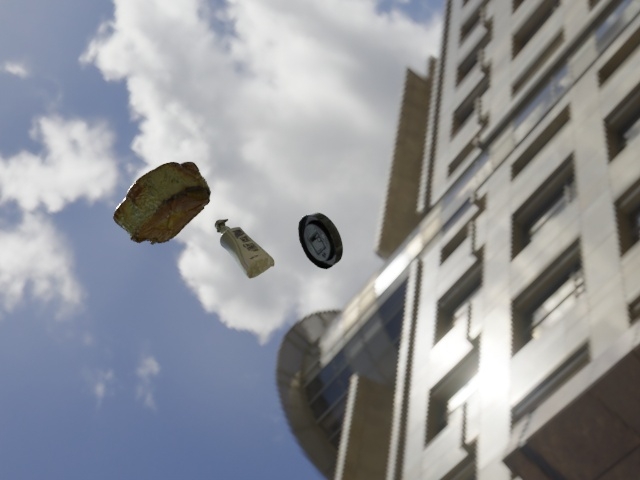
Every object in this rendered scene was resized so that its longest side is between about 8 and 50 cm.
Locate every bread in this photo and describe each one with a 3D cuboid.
[{"bbox_3d":[-0.247,-0.059,1.732,0.069,0.140,0.128,51,-159,16],"label":"bread"}]

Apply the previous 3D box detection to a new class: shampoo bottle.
[{"bbox_3d":[-0.127,0.008,1.711,0.049,0.034,0.141,-33,-135,-15],"label":"shampoo bottle"}]

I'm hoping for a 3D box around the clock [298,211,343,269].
[{"bbox_3d":[0.000,0.000,1.591,0.017,0.085,0.085,-25,-112,-33],"label":"clock"}]
